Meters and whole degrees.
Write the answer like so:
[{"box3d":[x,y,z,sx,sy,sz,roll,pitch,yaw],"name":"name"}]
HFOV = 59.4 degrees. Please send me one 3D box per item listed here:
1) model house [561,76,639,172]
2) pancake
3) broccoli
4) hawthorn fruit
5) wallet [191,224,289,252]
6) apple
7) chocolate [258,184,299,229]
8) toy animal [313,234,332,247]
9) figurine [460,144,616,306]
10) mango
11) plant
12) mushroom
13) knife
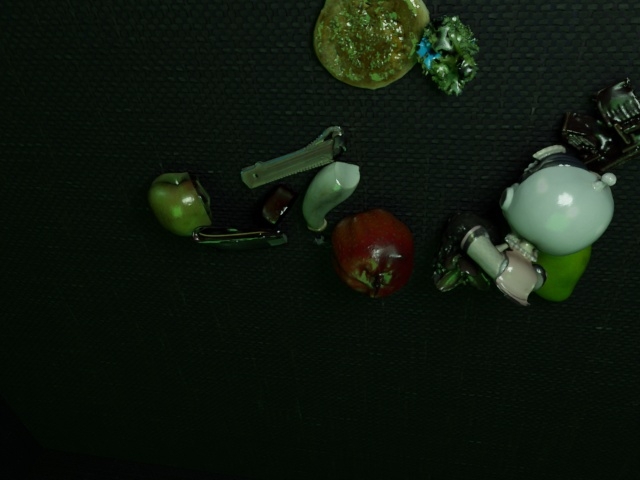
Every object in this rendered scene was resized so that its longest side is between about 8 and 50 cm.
[{"box3d":[0.666,-0.264,1.307,0.164,0.141,0.203,31,134,-28],"name":"model house"},{"box3d":[0.116,-0.477,1.309,0.282,0.049,0.282,9,135,9],"name":"pancake"},{"box3d":[0.293,-0.408,1.249,0.155,0.160,0.167,10,121,-18],"name":"broccoli"},{"box3d":[0.144,0.056,1.607,0.254,0.300,0.254,5,131,6],"name":"hawthorn fruit"},{"box3d":[-0.236,-0.010,1.714,0.262,0.071,0.221,0,171,3],"name":"wallet"},{"box3d":[-0.421,-0.104,1.699,0.207,0.174,0.188,15,132,22],"name":"apple"},{"box3d":[-0.143,-0.096,1.674,0.080,0.125,0.148,40,134,0],"name":"chocolate"},{"box3d":[0.001,0.000,1.773,0.084,0.050,0.028,16,115,-46],"name":"toy animal"},{"box3d":[0.549,-0.027,1.362,0.253,0.211,0.361,27,105,-27],"name":"figurine"},{"box3d":[0.656,0.048,1.578,0.192,0.156,0.343,0,136,27],"name":"mango"},{"box3d":[0.412,0.047,1.575,0.178,0.234,0.204,19,150,-7],"name":"plant"},{"box3d":[0.008,-0.122,1.621,0.118,0.103,0.270,15,141,-21],"name":"mushroom"},{"box3d":[-0.077,-0.228,1.586,0.365,0.043,0.089,-17,92,29],"name":"knife"}]
